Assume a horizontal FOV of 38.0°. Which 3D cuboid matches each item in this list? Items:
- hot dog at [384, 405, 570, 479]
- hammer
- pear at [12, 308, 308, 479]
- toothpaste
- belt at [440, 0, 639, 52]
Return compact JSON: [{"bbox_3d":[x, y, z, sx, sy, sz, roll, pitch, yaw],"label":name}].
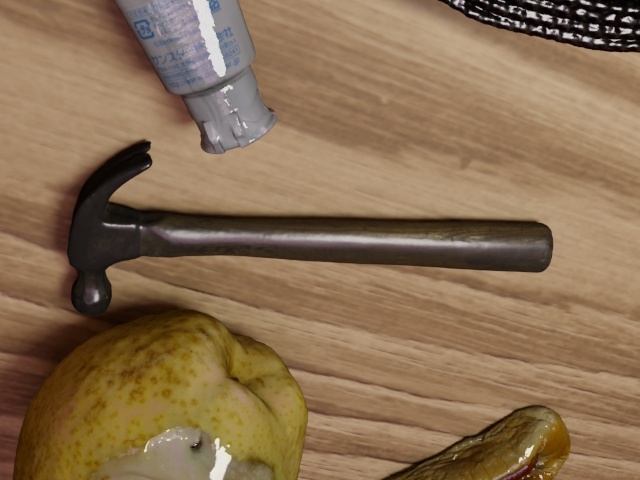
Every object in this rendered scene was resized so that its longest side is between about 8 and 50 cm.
[{"bbox_3d":[0.173,0.274,1.055,0.243,0.073,0.084,-29,121,9],"label":"hot dog"},{"bbox_3d":[0.000,0.000,0.839,0.440,0.044,0.168,3,127,-14],"label":"hammer"},{"bbox_3d":[-0.139,0.194,0.844,0.271,0.271,0.271,-5,126,-7],"label":"pear"},{"bbox_3d":[-0.115,-0.203,0.658,0.114,0.073,0.299,-20,120,5],"label":"toothpaste"},{"bbox_3d":[0.188,-0.227,0.635,0.289,0.164,0.184,4,130,-11],"label":"belt"}]
